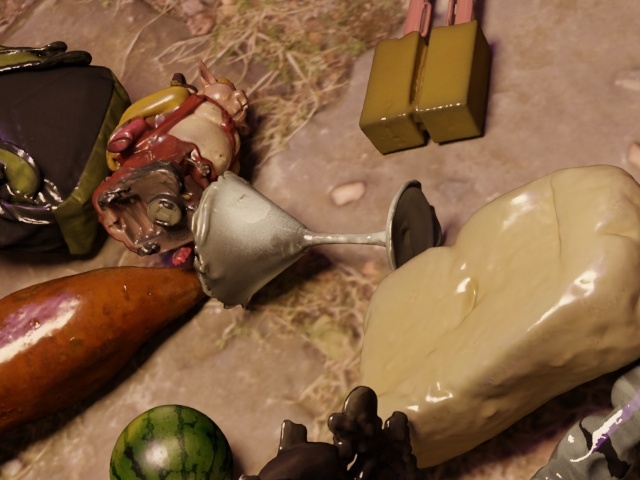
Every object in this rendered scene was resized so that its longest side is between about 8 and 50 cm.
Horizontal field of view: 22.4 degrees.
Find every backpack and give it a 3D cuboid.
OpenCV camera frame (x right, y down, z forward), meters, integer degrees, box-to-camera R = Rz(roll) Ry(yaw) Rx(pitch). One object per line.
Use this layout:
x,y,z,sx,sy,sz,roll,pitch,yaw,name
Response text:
-0.314,-0.091,1.542,0.253,0.140,0.207,6,54,8,backpack

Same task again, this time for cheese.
0.139,0.054,1.172,0.263,0.093,0.159,-35,38,27,cheese

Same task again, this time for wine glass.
0.000,0.000,1.330,0.182,0.122,0.122,1,56,27,wine glass

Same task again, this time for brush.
0.105,-0.187,1.450,0.103,0.047,0.233,-10,50,27,brush

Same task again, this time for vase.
0.219,0.122,1.115,0.211,0.060,0.060,-41,44,-1,vase

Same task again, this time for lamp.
-0.121,-0.088,1.470,0.118,0.118,0.253,-14,29,24,lamp

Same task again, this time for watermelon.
-0.115,0.182,1.263,0.109,0.109,0.109,-18,48,21,watermelon

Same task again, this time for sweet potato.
-0.246,0.097,1.400,0.359,0.112,0.112,-28,43,-8,sweet potato

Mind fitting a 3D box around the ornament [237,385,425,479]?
0.003,0.217,1.024,0.106,0.251,0.261,2,79,36,ornament
